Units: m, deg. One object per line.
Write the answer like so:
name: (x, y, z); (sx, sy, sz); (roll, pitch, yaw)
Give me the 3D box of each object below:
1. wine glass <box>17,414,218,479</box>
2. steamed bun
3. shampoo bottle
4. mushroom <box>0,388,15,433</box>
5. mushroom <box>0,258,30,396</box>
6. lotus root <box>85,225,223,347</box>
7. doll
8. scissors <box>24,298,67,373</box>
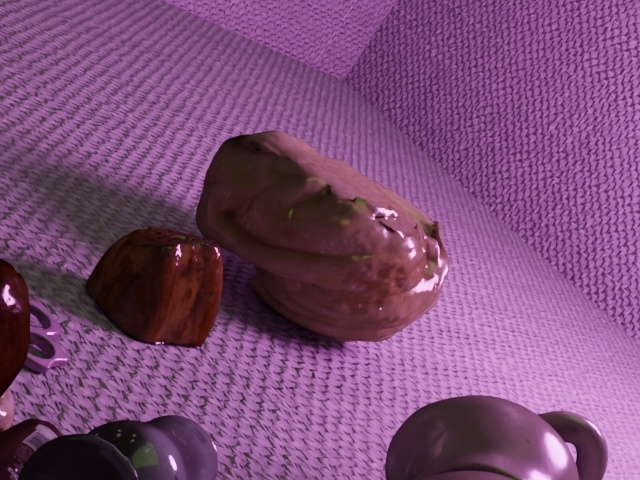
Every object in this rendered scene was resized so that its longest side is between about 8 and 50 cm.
wine glass: (-0.157, 0.199, 0.980); (0.103, 0.103, 0.231); (38, 5, 12)
steamed bun: (0.005, 0.003, 1.694); (0.325, 0.230, 0.372); (44, 16, 33)
shampoo bottle: (-0.262, 0.204, 0.884); (0.068, 0.067, 0.236); (26, 15, 6)
mushroom: (-0.298, 0.136, 0.999); (0.084, 0.067, 0.083); (33, 9, -6)
mushroom: (-0.362, 0.094, 0.918); (0.218, 0.148, 0.227); (11, 37, 28)
lotus root: (-0.192, 0.055, 1.382); (0.159, 0.135, 0.095); (19, 19, -7)
doll: (0.167, 0.297, 1.228); (0.215, 0.226, 0.370); (64, 24, -9)
scissors: (-0.348, 0.071, 1.170); (0.212, 0.021, 0.110); (25, 22, -31)
